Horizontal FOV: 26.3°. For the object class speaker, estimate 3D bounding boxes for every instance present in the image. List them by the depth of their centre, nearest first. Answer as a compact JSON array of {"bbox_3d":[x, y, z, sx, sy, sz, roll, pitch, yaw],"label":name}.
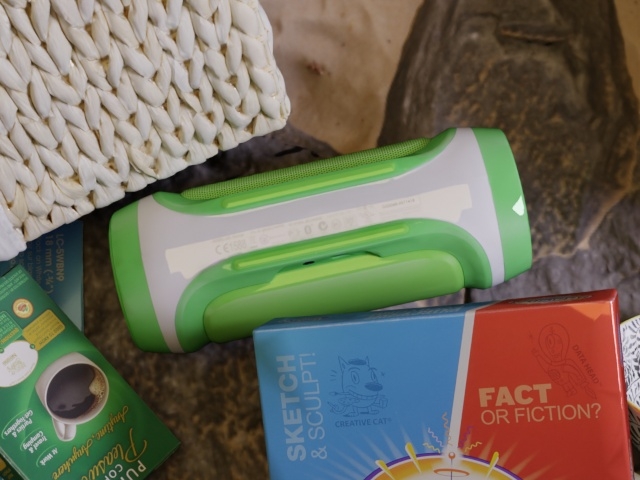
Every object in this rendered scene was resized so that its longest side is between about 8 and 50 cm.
[{"bbox_3d":[0.000,0.000,1.018,0.296,0.131,0.131,-12,73,1],"label":"speaker"}]

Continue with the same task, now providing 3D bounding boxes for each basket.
[{"bbox_3d":[-0.213,-0.229,0.965,0.266,0.331,0.328,-23,56,-4],"label":"basket"}]

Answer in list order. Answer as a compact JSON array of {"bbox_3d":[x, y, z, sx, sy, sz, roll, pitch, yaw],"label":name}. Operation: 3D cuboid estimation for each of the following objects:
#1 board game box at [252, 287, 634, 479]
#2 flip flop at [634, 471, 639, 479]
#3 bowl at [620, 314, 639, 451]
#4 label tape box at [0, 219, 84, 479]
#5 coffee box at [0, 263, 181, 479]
[{"bbox_3d":[0.092,0.201,0.915,0.242,0.064,0.317,-6,93,14],"label":"board game box"},{"bbox_3d":[0.165,0.151,0.983,0.277,0.112,0.080,33,40,13],"label":"flip flop"},{"bbox_3d":[0.277,0.126,0.968,0.170,0.170,0.080,8,118,7],"label":"bowl"},{"bbox_3d":[-0.354,0.093,1.033,0.333,0.106,0.241,-5,74,4],"label":"label tape box"},{"bbox_3d":[-0.203,0.120,0.998,0.184,0.040,0.113,47,53,-2],"label":"coffee box"}]
